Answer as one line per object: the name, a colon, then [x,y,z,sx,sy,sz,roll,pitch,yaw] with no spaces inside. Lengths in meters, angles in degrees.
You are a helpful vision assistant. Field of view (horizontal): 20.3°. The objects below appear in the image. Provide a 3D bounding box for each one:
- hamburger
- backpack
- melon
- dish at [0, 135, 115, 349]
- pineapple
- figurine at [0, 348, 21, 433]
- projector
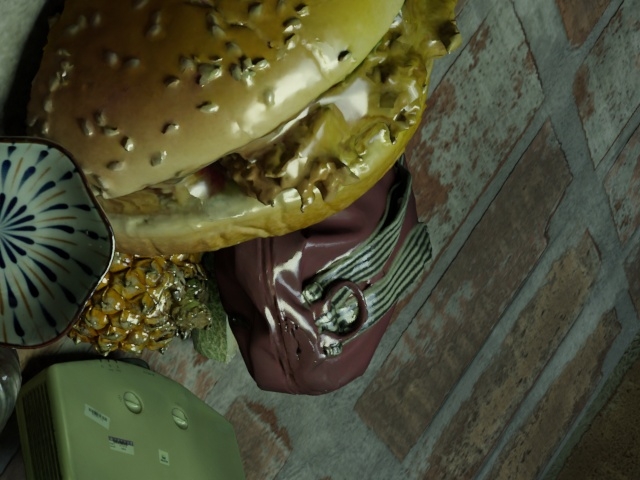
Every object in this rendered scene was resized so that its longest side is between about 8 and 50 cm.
hamburger: [-0.031,-0.173,1.533,0.445,0.287,0.268,-54,152,-19]
backpack: [0.000,0.000,1.760,0.317,0.197,0.283,-74,156,-53]
melon: [-0.095,0.035,1.898,0.098,0.054,0.182,-43,145,-45]
dish: [-0.266,-0.004,1.467,0.190,0.191,0.066,-63,-164,6]
pineapple: [-0.158,0.051,1.695,0.161,0.137,0.176,-50,152,-19]
figurine: [-0.336,0.164,1.536,0.138,0.110,0.245,-18,141,-38]
projector: [-0.187,0.215,1.763,0.088,0.193,0.269,-33,143,26]
